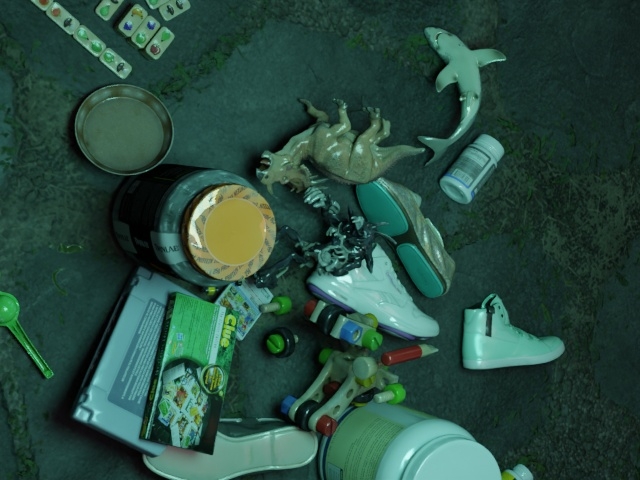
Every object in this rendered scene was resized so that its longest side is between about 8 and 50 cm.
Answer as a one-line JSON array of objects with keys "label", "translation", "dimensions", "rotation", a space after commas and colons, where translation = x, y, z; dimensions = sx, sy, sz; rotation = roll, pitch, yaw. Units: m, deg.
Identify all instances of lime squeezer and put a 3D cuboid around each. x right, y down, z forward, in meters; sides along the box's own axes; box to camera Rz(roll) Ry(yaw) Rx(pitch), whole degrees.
[{"label": "lime squeezer", "translation": [-0.520, 0.102, 1.719], "dimensions": [0.059, 0.110, 0.310], "rotation": [-52, 145, -33]}]

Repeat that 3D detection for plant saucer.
[{"label": "plant saucer", "translation": [-0.340, -0.188, 1.805], "dimensions": [0.168, 0.029, 0.168], "rotation": [5, 72, -16]}]

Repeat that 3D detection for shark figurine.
[{"label": "shark figurine", "translation": [0.286, -0.288, 2.119], "dimensions": [0.166, 0.116, 0.278], "rotation": [3, 82, 6]}]

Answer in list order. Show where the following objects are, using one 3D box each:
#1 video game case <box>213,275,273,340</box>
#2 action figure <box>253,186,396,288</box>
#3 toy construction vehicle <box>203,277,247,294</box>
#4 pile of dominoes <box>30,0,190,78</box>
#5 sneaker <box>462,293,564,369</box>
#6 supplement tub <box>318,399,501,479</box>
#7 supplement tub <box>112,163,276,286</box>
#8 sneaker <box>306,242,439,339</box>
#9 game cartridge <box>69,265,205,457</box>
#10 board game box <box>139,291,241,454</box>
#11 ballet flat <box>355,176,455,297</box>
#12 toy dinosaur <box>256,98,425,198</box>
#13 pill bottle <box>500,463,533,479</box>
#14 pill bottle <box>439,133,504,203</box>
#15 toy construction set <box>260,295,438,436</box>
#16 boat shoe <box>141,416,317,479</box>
[{"label": "video game case", "translation": [-0.144, 0.113, 1.935], "dimensions": [0.087, 0.011, 0.122], "rotation": [53, 48, -20]}, {"label": "action figure", "translation": [0.000, 0.000, 1.912], "dimensions": [0.276, 0.141, 0.164], "rotation": [-16, 61, -4]}, {"label": "toy construction vehicle", "translation": [-0.182, 0.054, 1.913], "dimensions": [0.086, 0.035, 0.098], "rotation": [-5, 63, -19]}, {"label": "pile of dominoes", "translation": [-0.361, -0.421, 1.801], "dimensions": [0.251, 0.040, 0.196], "rotation": [41, 75, -24]}, {"label": "sneaker", "translation": [0.413, 0.186, 2.210], "dimensions": [0.256, 0.094, 0.151], "rotation": [-3, 91, -29]}, {"label": "supplement tub", "translation": [0.164, 0.437, 1.962], "dimensions": [0.235, 0.325, 0.235], "rotation": [-2, 94, -27]}, {"label": "supplement tub", "translation": [-0.211, -0.028, 1.742], "dimensions": [0.194, 0.316, 0.193], "rotation": [-4, 97, -29]}, {"label": "sneaker", "translation": [0.126, 0.097, 2.042], "dimensions": [0.305, 0.114, 0.152], "rotation": [29, 80, -26]}, {"label": "game cartridge", "translation": [-0.295, 0.216, 1.823], "dimensions": [0.196, 0.060, 0.294], "rotation": [32, 61, -22]}, {"label": "board game box", "translation": [-0.223, 0.231, 1.816], "dimensions": [0.136, 0.030, 0.259], "rotation": [21, 69, -28]}, {"label": "ballet flat", "translation": [0.174, -0.030, 2.082], "dimensions": [0.106, 0.108, 0.316], "rotation": [-51, 120, -38]}, {"label": "toy dinosaur", "translation": [0.034, -0.153, 1.946], "dimensions": [0.296, 0.127, 0.200], "rotation": [12, 89, -6]}, {"label": "pill bottle", "translation": [0.399, 0.533, 2.238], "dimensions": [0.116, 0.065, 0.065], "rotation": [-35, 108, -22]}, {"label": "pill bottle", "translation": [0.314, -0.149, 2.147], "dimensions": [0.078, 0.078, 0.137], "rotation": [47, 72, -22]}, {"label": "toy construction set", "translation": [0.085, 0.218, 1.931], "dimensions": [0.237, 0.309, 0.257], "rotation": [-7, 91, -47]}, {"label": "boat shoe", "translation": [-0.172, 0.384, 1.928], "dimensions": [0.335, 0.095, 0.112], "rotation": [1, 89, -22]}]
